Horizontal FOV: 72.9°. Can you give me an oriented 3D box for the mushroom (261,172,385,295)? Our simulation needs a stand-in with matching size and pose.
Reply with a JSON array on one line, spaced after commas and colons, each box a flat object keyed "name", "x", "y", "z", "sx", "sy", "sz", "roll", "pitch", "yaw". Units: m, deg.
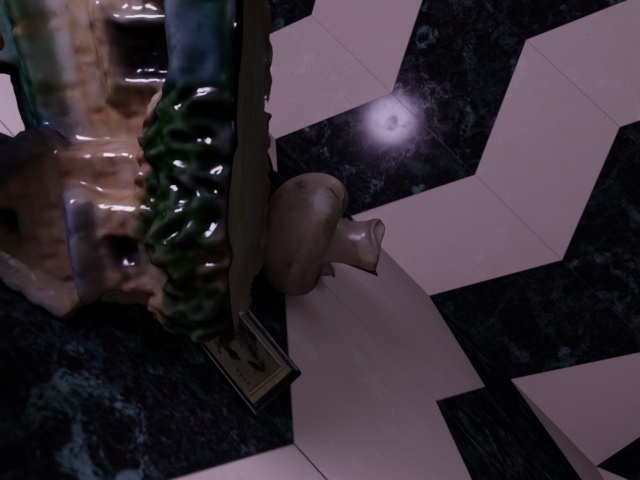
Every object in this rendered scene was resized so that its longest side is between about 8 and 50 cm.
[{"name": "mushroom", "x": 0.000, "y": 0.000, "z": 1.015, "sx": 0.290, "sy": 0.298, "sz": 0.297, "roll": 21, "pitch": 12, "yaw": 6}]

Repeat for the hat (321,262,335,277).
[{"name": "hat", "x": -0.062, "y": 0.025, "z": 1.277, "sx": 0.226, "sy": 0.164, "sz": 0.219, "roll": 5, "pitch": 23, "yaw": 1}]

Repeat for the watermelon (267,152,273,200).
[{"name": "watermelon", "x": -0.222, "y": -0.147, "z": 0.968, "sx": 0.242, "sy": 0.242, "sz": 0.242, "roll": 42, "pitch": 14, "yaw": -13}]

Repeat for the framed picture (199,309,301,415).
[{"name": "framed picture", "x": -0.129, "y": 0.186, "z": 0.742, "sx": 0.195, "sy": 0.010, "sz": 0.199, "roll": 48, "pitch": 14, "yaw": 11}]

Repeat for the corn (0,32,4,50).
[{"name": "corn", "x": -0.394, "y": -0.123, "z": 0.353, "sx": 0.092, "sy": 0.280, "sz": 0.092, "roll": 53, "pitch": -3, "yaw": 4}]

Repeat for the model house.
[{"name": "model house", "x": -0.269, "y": -0.148, "z": 0.550, "sx": 0.399, "sy": 0.445, "sz": 0.395, "roll": 5, "pitch": 24, "yaw": 0}]
